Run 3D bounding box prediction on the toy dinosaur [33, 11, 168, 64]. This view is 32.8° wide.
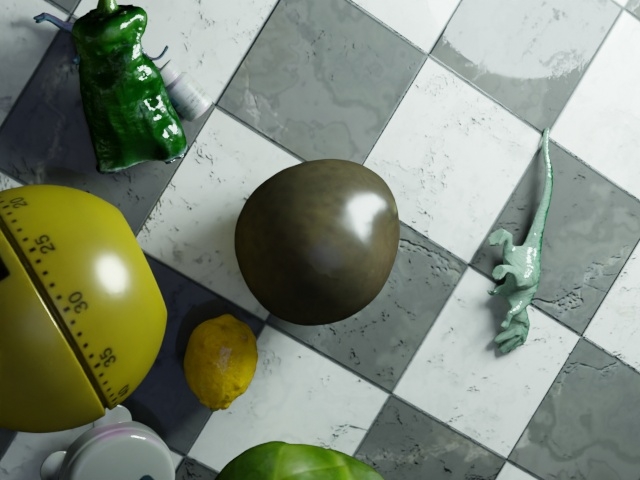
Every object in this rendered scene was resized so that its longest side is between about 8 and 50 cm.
[{"bbox_3d":[-0.324,-0.290,1.595,0.197,0.045,0.080,13,100,-12],"label":"toy dinosaur"}]

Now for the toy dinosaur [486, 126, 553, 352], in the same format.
[{"bbox_3d":[0.322,0.006,1.778,0.129,0.076,0.383,-2,107,-46],"label":"toy dinosaur"}]

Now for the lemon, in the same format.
[{"bbox_3d":[-0.153,0.188,1.675,0.114,0.114,0.155,5,102,-15],"label":"lemon"}]

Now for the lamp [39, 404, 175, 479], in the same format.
[{"bbox_3d":[-0.301,0.376,1.668,0.179,0.108,0.246,-40,113,-9],"label":"lamp"}]

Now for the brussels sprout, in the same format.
[{"bbox_3d":[-0.047,0.470,1.656,0.371,0.315,0.276,-35,138,28],"label":"brussels sprout"}]

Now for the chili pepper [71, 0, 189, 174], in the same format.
[{"bbox_3d":[-0.281,-0.232,1.554,0.136,0.099,0.270,-5,125,4],"label":"chili pepper"}]

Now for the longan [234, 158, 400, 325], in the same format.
[{"bbox_3d":[0.000,0.000,1.616,0.258,0.258,0.258,-2,99,-14],"label":"longan"}]

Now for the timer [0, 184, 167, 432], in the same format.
[{"bbox_3d":[-0.415,0.108,1.472,0.387,0.376,0.376,-28,104,-14],"label":"timer"}]

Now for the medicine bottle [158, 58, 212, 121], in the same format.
[{"bbox_3d":[-0.208,-0.224,1.630,0.052,0.052,0.089,-45,106,-4],"label":"medicine bottle"}]
